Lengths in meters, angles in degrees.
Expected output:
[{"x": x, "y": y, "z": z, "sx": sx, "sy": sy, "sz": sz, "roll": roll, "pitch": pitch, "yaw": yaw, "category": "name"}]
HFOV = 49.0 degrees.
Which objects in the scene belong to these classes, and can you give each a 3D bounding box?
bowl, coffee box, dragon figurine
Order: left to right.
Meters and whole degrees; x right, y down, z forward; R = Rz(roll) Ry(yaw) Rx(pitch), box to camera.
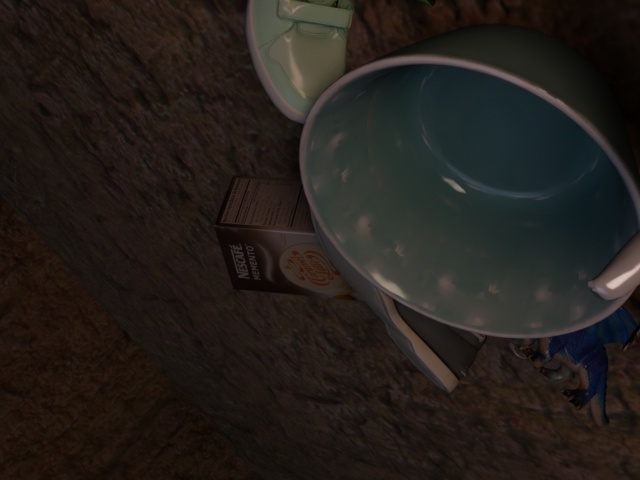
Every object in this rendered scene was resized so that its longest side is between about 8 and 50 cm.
[{"x": 0.000, "y": 0.000, "z": 0.934, "sx": 0.246, "sy": 0.098, "sz": 0.141, "roll": 4, "pitch": 140, "yaw": 11, "category": "coffee box"}, {"x": 0.153, "y": -0.071, "z": 0.653, "sx": 0.311, "sy": 0.163, "sz": 0.311, "roll": 22, "pitch": 141, "yaw": 19, "category": "bowl"}, {"x": 0.299, "y": 0.102, "z": 0.780, "sx": 0.289, "sy": 0.144, "sz": 0.085, "roll": 45, "pitch": -176, "yaw": -19, "category": "dragon figurine"}]

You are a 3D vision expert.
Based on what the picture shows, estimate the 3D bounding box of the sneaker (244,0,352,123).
[{"x": 0.003, "y": -0.231, "z": 0.595, "sx": 0.151, "sy": 0.094, "sz": 0.256, "roll": -170, "pitch": 77, "yaw": -64, "category": "sneaker"}]

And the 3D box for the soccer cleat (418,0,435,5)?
[{"x": 0.099, "y": -0.274, "z": 0.591, "sx": 0.072, "sy": 0.060, "sz": 0.179, "roll": 30, "pitch": 157, "yaw": 4, "category": "soccer cleat"}]

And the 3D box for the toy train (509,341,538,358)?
[{"x": 0.256, "y": 0.075, "z": 0.875, "sx": 0.125, "sy": 0.046, "sz": 0.166, "roll": -3, "pitch": 125, "yaw": 54, "category": "toy train"}]

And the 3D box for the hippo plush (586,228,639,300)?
[{"x": 0.266, "y": -0.143, "z": 0.336, "sx": 0.294, "sy": 0.234, "sz": 0.236, "roll": -32, "pitch": 74, "yaw": 48, "category": "hippo plush"}]

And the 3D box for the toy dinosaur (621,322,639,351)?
[{"x": 0.413, "y": 0.090, "z": 0.625, "sx": 0.200, "sy": 0.127, "sz": 0.295, "roll": 32, "pitch": 156, "yaw": 6, "category": "toy dinosaur"}]

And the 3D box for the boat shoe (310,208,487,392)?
[{"x": 0.101, "y": 0.049, "z": 0.837, "sx": 0.319, "sy": 0.099, "sz": 0.116, "roll": 53, "pitch": 170, "yaw": -28, "category": "boat shoe"}]
